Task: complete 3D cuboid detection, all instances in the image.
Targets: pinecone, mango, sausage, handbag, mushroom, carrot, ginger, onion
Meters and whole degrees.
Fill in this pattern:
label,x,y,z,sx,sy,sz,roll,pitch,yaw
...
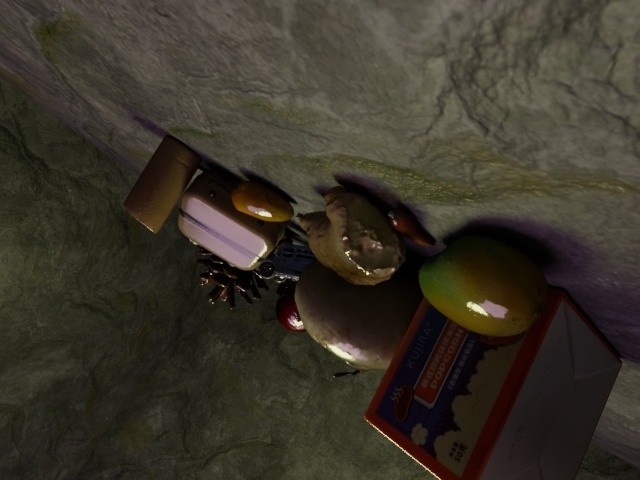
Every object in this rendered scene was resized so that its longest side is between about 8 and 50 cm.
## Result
label,x,y,z,sx,sy,sz,roll,pitch,yaw
pinecone,-0.287,0.079,1.543,0.384,0.385,0.384,29,170,6
mango,-0.152,-0.097,1.078,0.164,0.089,0.115,23,169,26
sausage,-0.449,-0.156,1.189,0.123,0.253,0.123,30,175,3
handbag,-0.280,-0.037,1.275,0.301,0.149,0.283,32,135,-9
mushroom,0.104,0.185,1.012,0.362,0.295,0.362,17,-164,-5
carrot,0.158,-0.020,0.734,0.035,0.035,0.142,19,171,47
ginger,0.056,-0.011,0.812,0.275,0.130,0.221,21,156,47
onion,-0.025,0.204,1.513,0.232,0.314,0.314,48,167,-11
mango,0.234,0.074,0.655,0.156,0.114,0.251,49,159,-2

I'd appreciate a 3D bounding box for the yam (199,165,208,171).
label,x,y,z,sx,sy,sz,roll,pitch,yaw
yam,-0.375,-0.227,1.296,0.107,0.014,0.014,31,170,2

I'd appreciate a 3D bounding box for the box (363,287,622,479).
label,x,y,z,sx,sy,sz,roll,pitch,yaw
box,0.326,0.280,0.798,0.318,0.349,0.256,35,169,-30

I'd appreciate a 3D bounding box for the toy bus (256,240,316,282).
label,x,y,z,sx,sy,sz,roll,pitch,yaw
toy bus,-0.050,0.081,1.337,0.291,0.133,0.125,9,169,18

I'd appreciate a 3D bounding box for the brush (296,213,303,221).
label,x,y,z,sx,sy,sz,roll,pitch,yaw
brush,0.000,0.000,1.304,0.085,0.020,0.336,26,169,22
